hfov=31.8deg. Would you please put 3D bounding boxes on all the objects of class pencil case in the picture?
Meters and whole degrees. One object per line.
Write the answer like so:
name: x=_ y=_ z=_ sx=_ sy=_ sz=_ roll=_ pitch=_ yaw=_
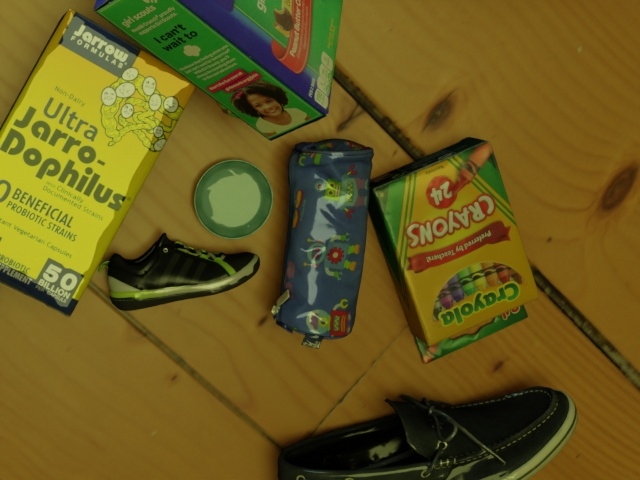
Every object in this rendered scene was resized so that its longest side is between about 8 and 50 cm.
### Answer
pencil case: x=0.000 y=0.000 z=1.671 sx=0.133 sy=0.119 sz=0.306 roll=3 pitch=97 yaw=-28

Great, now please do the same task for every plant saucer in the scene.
plant saucer: x=-0.131 y=-0.062 z=1.678 sx=0.119 sy=0.021 sz=0.119 roll=-2 pitch=99 yaw=-15

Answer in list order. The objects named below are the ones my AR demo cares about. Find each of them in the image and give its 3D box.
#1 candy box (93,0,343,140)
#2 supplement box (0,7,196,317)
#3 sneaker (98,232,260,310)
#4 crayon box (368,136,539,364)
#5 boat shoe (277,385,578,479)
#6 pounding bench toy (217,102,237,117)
candy box: x=-0.119 y=-0.329 z=1.474 sx=0.317 sy=0.122 sz=0.268 roll=33 pitch=50 yaw=-35
supplement box: x=-0.344 y=-0.110 z=1.523 sx=0.194 sy=0.195 sz=0.357 roll=28 pitch=90 yaw=-17
sneaker: x=-0.205 y=0.034 z=1.641 sx=0.234 sy=0.084 sz=0.097 roll=-13 pitch=101 yaw=-13
crayon box: x=0.211 y=0.024 z=1.753 sx=0.202 sy=0.081 sz=0.319 roll=-24 pitch=105 yaw=-11
boat shoe: x=0.163 y=0.320 z=1.737 sx=0.500 sy=0.187 sz=0.156 roll=-18 pitch=109 yaw=-6
pounding bench toy: x=-0.116 y=-0.201 z=1.643 sx=0.065 sy=0.052 sz=0.083 roll=-12 pitch=102 yaw=-13
